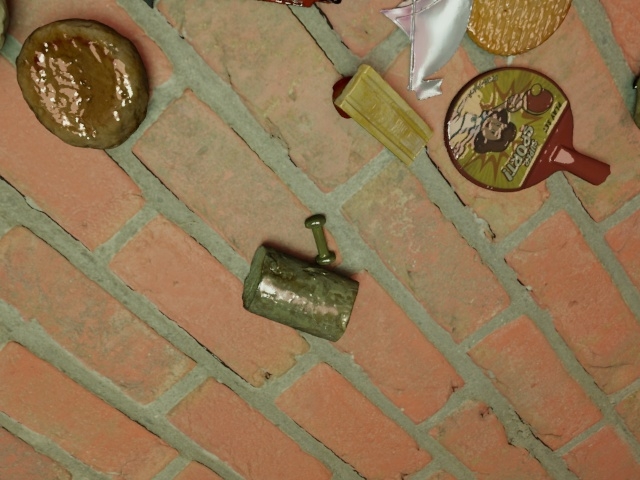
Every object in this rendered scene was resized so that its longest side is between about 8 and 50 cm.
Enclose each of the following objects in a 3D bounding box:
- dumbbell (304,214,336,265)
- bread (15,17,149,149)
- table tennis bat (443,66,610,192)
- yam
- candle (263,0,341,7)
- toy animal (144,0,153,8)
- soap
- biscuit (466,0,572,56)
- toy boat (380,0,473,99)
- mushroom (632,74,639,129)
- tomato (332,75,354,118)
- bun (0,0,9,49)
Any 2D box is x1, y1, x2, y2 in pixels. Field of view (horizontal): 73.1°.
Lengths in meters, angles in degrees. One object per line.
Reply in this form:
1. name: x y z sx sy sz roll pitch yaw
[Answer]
1. dumbbell: 0.000 0.000 1.001 0.052 0.046 0.118 -15 111 5
2. bread: -0.430 -0.289 0.804 0.229 0.123 0.230 -1 114 -3
3. table tennis bat: 0.472 -0.224 0.979 0.414 0.051 0.268 21 106 -11
4. yam: -0.041 0.125 0.985 0.267 0.161 0.161 23 106 -11
5. candle: -0.107 -0.480 0.808 0.301 0.059 0.084 10 120 -9
6. toy animal: -0.342 -0.531 0.763 0.210 0.121 0.117 56 51 -36
7. soap: 0.139 -0.246 0.880 0.252 0.037 0.092 27 105 -42
8. biscuit: 0.394 -0.506 0.871 0.253 0.035 0.254 -2 109 -6
9. toy boat: 0.234 -0.454 0.839 0.218 0.072 0.319 -17 111 20
10. mushroom: 0.818 -0.332 0.908 0.217 0.212 0.292 -1 117 -15
11. tomato: 0.063 -0.296 0.883 0.087 0.087 0.075 -31 81 5
12. bun: -0.649 -0.374 0.724 0.258 0.160 0.260 0 85 0
